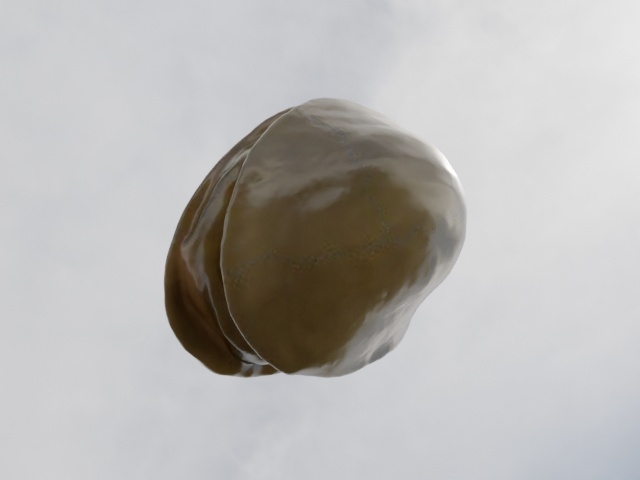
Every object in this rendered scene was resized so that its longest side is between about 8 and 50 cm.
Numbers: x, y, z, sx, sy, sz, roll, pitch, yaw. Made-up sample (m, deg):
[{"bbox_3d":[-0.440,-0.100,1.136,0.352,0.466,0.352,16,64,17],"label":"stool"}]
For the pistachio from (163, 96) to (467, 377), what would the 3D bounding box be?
[{"bbox_3d":[0.000,0.000,1.177,0.229,0.321,0.238,-14,-67,47],"label":"pistachio"}]
